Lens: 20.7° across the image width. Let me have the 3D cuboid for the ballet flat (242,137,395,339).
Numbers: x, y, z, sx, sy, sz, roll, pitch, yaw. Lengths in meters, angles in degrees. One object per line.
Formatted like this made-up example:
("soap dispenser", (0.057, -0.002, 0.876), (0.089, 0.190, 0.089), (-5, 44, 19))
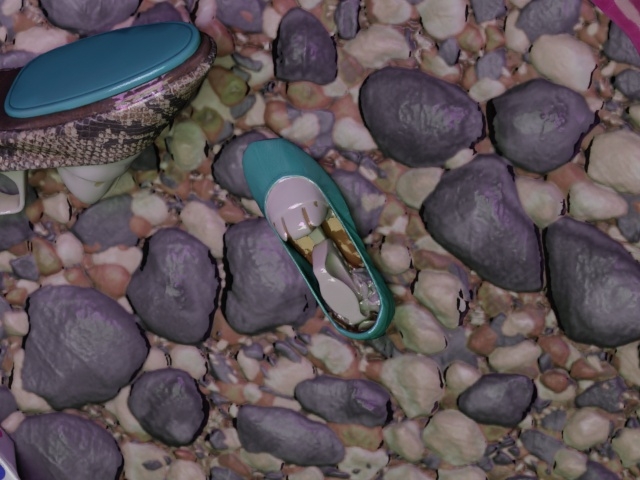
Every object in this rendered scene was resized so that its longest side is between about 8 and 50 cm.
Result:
("ballet flat", (0.000, 0.000, 1.825), (0.083, 0.087, 0.247), (-31, 99, 12))

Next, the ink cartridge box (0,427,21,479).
("ink cartridge box", (-0.473, 0.206, 1.927), (0.176, 0.069, 0.371), (-38, 96, 12))

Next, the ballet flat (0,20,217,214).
("ballet flat", (-0.319, -0.109, 1.808), (0.483, 0.164, 0.182), (-7, 125, 12))

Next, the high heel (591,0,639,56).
("high heel", (0.304, -0.224, 1.764), (0.117, 0.082, 0.244), (-9, 119, 36))
